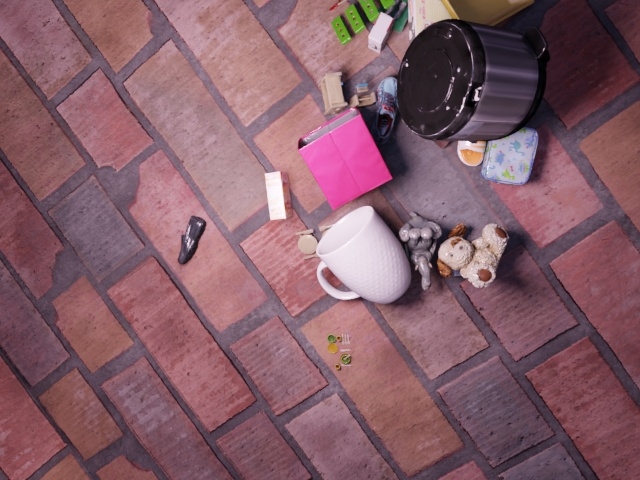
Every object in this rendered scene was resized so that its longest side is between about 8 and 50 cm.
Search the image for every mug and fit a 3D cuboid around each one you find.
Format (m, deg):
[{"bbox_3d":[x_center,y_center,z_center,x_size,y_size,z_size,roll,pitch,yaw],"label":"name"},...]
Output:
[{"bbox_3d":[0.155,0.101,1.693,0.374,0.276,0.328,-33,109,26],"label":"mug"}]

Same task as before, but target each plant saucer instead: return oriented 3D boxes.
[{"bbox_3d":[0.553,-0.914,1.553,0.333,0.081,0.332,-33,90,-14],"label":"plant saucer"}]

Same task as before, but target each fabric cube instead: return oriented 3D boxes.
[{"bbox_3d":[0.088,-0.315,1.624,0.259,0.254,0.258,-28,111,10],"label":"fabric cube"}]

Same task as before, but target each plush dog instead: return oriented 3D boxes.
[{"bbox_3d":[0.573,0.062,1.671,0.225,0.210,0.262,20,71,20],"label":"plush dog"}]

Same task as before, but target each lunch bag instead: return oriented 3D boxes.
[{"bbox_3d":[0.719,-0.322,1.636,0.176,0.090,0.219,10,98,9],"label":"lunch bag"}]

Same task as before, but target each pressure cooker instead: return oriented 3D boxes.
[{"bbox_3d":[0.510,-0.507,1.425,0.420,0.370,0.375,-7,112,-28],"label":"pressure cooker"}]

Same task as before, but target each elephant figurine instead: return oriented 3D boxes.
[{"bbox_3d":[0.393,0.040,1.708,0.169,0.186,0.239,17,131,40],"label":"elephant figurine"}]

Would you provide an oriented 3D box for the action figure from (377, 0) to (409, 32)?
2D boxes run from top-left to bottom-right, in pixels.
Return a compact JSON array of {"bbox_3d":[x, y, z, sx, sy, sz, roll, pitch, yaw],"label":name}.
[{"bbox_3d":[0.324,-0.932,1.645,0.137,0.063,0.232,39,97,6],"label":"action figure"}]

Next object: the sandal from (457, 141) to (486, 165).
[{"bbox_3d":[0.588,-0.422,1.652,0.102,0.076,0.265,3,97,9],"label":"sandal"}]

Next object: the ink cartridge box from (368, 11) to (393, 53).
[{"bbox_3d":[0.228,-0.786,1.637,0.056,0.135,0.099,28,101,2],"label":"ink cartridge box"}]

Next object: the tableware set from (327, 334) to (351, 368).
[{"bbox_3d":[0.079,0.482,1.868,0.104,0.024,0.154,-3,97,10],"label":"tableware set"}]

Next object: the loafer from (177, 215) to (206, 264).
[{"bbox_3d":[-0.578,-0.002,1.893,0.078,0.076,0.223,26,95,11],"label":"loafer"}]

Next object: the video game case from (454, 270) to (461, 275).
[{"bbox_3d":[0.584,0.080,1.746,0.087,0.011,0.122,-5,96,10],"label":"video game case"}]

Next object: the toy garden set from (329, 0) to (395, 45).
[{"bbox_3d":[0.148,-0.911,1.665,0.244,0.049,0.204,-30,77,28],"label":"toy garden set"}]

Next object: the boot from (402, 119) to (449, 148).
[{"bbox_3d":[0.457,-0.511,1.676,0.207,0.090,0.248,28,96,-10],"label":"boot"}]

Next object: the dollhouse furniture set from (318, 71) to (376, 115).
[{"bbox_3d":[0.102,-0.584,1.703,0.184,0.129,0.129,-12,95,-14],"label":"dollhouse furniture set"}]

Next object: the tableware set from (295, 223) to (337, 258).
[{"bbox_3d":[0.000,0.000,1.818,0.194,0.039,0.128,-12,106,16],"label":"tableware set"}]

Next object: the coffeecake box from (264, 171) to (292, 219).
[{"bbox_3d":[-0.169,-0.184,1.768,0.068,0.142,0.185,-6,96,9],"label":"coffeecake box"}]

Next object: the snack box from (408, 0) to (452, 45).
[{"bbox_3d":[0.423,-0.791,1.593,0.187,0.060,0.322,-1,89,-13],"label":"snack box"}]

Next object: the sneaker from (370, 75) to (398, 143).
[{"bbox_3d":[0.265,-0.506,1.667,0.104,0.125,0.262,7,99,-2],"label":"sneaker"}]
